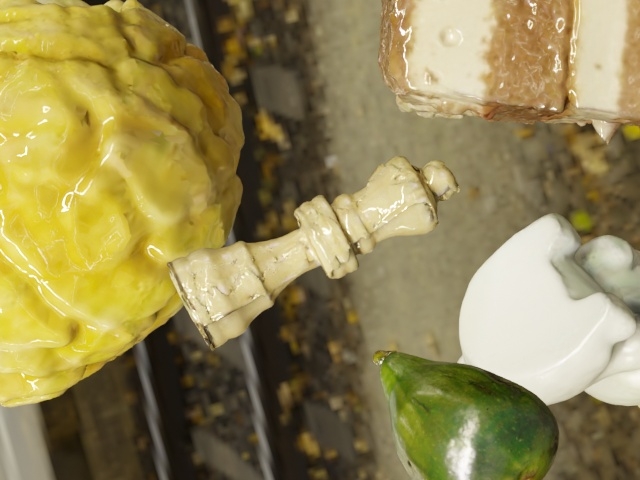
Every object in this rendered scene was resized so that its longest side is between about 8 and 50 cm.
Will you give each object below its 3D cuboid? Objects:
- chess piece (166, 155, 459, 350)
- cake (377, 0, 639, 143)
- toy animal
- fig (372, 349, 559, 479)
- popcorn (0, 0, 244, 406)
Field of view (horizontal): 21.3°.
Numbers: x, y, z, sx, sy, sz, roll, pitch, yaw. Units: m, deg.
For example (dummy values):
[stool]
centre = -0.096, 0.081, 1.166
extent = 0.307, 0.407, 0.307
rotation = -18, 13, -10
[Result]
[chess piece]
centre = 0.000, 0.001, 0.979
extent = 0.060, 0.172, 0.060
rotation = 63, 178, 5
[cake]
centre = 0.198, -0.228, 1.539
extent = 0.256, 0.290, 0.282
rotation = -92, 4, -89
[toy animal]
centre = 0.320, 0.124, 1.977
extent = 0.241, 0.368, 0.196
rotation = -46, 51, 28
[fig]
centre = 0.099, 0.141, 1.348
extent = 0.177, 0.117, 0.117
rotation = 39, 144, 23
[popcorn]
centre = -0.258, -0.050, 1.555
extent = 0.354, 0.390, 0.344
rotation = -9, 141, 40
